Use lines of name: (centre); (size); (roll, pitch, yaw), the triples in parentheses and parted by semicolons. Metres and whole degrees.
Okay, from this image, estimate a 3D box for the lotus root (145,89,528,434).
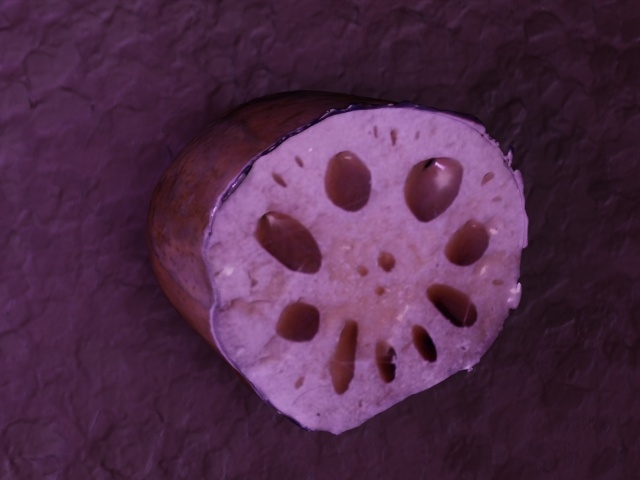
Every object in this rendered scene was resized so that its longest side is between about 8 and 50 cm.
lotus root: (0.000, 0.000, 1.279); (0.272, 0.192, 0.272); (-8, 107, -29)
